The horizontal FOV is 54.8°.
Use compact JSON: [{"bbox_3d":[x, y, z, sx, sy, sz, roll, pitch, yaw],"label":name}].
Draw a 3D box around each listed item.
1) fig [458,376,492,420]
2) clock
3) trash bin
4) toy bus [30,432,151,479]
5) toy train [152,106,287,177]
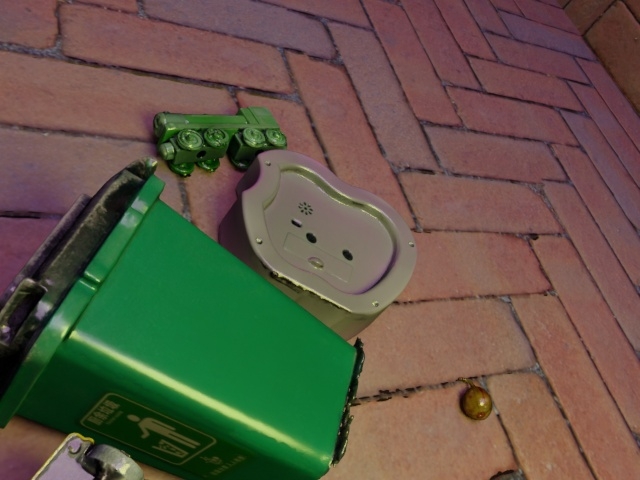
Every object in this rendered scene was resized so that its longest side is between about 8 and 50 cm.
[{"bbox_3d":[0.258,0.262,1.039,0.050,0.050,0.083,16,29,-23],"label":"fig"},{"bbox_3d":[0.000,0.000,1.031,0.339,0.102,0.338,18,47,-21],"label":"clock"},{"bbox_3d":[-0.161,0.123,0.734,0.381,0.259,0.295,34,44,-15],"label":"trash bin"},{"bbox_3d":[-0.160,0.348,0.612,0.330,0.152,0.144,36,49,-1],"label":"toy bus"},{"bbox_3d":[-0.173,-0.182,1.082,0.251,0.085,0.119,-8,55,-40],"label":"toy train"}]
